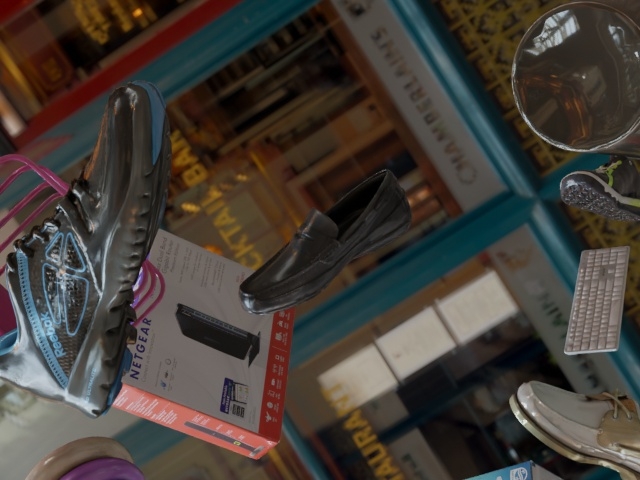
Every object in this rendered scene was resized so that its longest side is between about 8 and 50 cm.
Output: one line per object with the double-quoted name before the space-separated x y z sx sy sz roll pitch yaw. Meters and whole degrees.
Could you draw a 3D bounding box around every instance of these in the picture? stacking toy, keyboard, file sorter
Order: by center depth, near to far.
"stacking toy" -0.182 0.348 1.081 0.330 0.141 0.141 38 173 40
"file sorter" -0.324 0.037 1.279 0.202 0.182 0.290 42 174 7
"keyboard" 0.398 0.081 1.517 0.014 0.072 0.256 64 -150 -24

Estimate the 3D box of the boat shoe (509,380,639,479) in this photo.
"boat shoe" 0.411 0.261 1.508 0.302 0.103 0.113 26 -152 -19

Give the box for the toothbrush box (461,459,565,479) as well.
"toothbrush box" 0.247 0.440 1.524 0.216 0.296 0.126 34 -133 -34

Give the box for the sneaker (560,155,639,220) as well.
"sneaker" 0.449 -0.095 1.679 0.235 0.084 0.097 16 -103 -51

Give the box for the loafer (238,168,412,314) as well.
"loafer" 0.000 0.000 1.153 0.076 0.223 0.078 31 149 53

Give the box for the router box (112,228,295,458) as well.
"router box" -0.202 0.180 1.869 0.301 0.082 0.335 25 -134 -21

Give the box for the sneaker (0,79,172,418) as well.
"sneaker" -0.230 0.007 1.008 0.140 0.340 0.125 16 -165 -2

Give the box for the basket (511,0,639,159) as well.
"basket" 0.280 -0.160 0.983 0.154 0.204 0.227 25 -157 27
